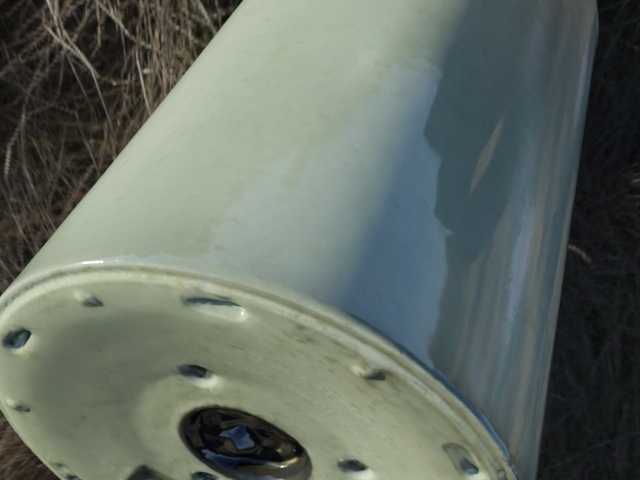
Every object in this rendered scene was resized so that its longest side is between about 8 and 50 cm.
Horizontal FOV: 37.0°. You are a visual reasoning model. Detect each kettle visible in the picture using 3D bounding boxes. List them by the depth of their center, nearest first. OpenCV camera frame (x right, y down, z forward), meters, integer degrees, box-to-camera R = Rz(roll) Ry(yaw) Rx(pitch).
[{"bbox_3d":[0.000,0.000,0.577,0.250,0.361,0.376,30,49,-7],"label":"kettle"}]
